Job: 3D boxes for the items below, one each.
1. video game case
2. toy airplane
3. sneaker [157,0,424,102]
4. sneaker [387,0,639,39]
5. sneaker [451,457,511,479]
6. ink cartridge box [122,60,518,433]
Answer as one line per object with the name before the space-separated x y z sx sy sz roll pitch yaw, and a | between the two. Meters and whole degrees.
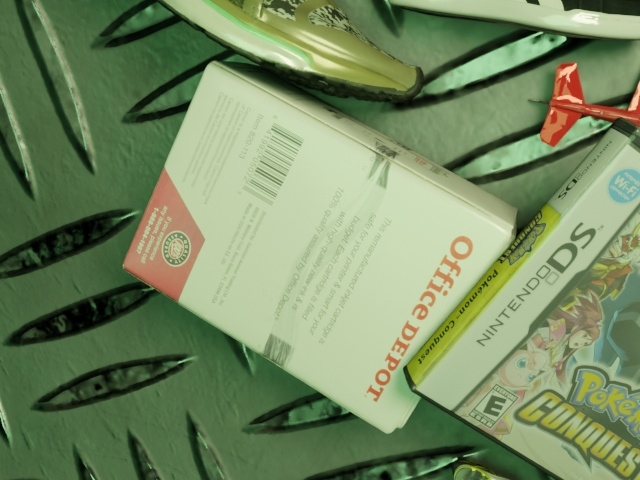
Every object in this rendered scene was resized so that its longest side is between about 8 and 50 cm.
video game case | 0.245 0.083 0.602 0.274 0.035 0.248 33 105 -17
toy airplane | 0.246 -0.103 0.634 0.151 0.028 0.151 3 100 16
sneaker | -0.068 -0.265 0.642 0.410 0.158 0.182 36 103 6
sneaker | 0.164 -0.229 0.607 0.216 0.079 0.121 14 106 16
sneaker | 0.158 0.225 0.726 0.083 0.035 0.031 32 98 -13
ink cartridge box | 0.000 0.000 0.683 0.283 0.117 0.207 30 108 9
